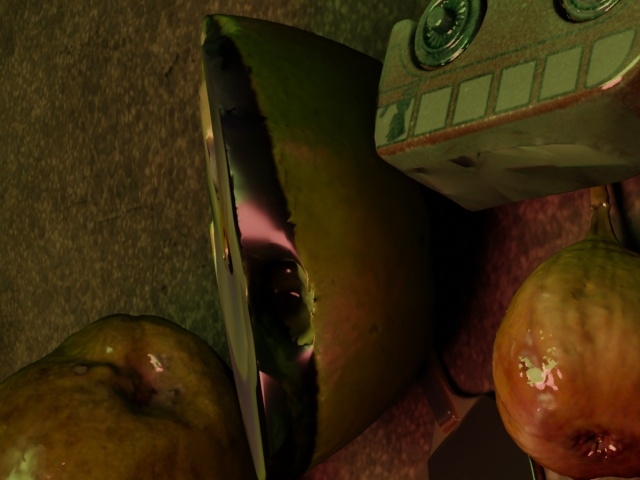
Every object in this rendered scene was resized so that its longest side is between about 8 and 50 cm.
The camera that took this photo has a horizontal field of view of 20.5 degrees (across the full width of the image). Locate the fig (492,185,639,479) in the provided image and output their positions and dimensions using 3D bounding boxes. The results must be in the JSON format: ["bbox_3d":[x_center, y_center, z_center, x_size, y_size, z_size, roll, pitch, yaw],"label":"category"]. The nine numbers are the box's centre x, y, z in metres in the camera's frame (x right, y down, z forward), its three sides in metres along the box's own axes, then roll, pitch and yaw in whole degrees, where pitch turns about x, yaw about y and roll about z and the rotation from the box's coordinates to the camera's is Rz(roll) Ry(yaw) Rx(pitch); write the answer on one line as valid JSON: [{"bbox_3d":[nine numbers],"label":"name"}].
[{"bbox_3d":[0.202,0.043,1.299,0.159,0.159,0.257,-35,43,50],"label":"fig"}]

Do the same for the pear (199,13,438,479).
[{"bbox_3d":[0.003,-0.002,1.482,0.399,0.165,0.398,171,90,-83],"label":"pear"}]

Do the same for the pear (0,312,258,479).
[{"bbox_3d":[-0.201,0.274,1.682,0.352,0.352,0.413,53,138,43],"label":"pear"}]

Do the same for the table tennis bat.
[{"bbox_3d":[0.124,0.174,1.487,0.130,0.019,0.220,-55,47,37],"label":"table tennis bat"}]

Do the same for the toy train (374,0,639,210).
[{"bbox_3d":[0.178,-0.122,1.285,0.326,0.129,0.159,-13,59,47],"label":"toy train"}]
